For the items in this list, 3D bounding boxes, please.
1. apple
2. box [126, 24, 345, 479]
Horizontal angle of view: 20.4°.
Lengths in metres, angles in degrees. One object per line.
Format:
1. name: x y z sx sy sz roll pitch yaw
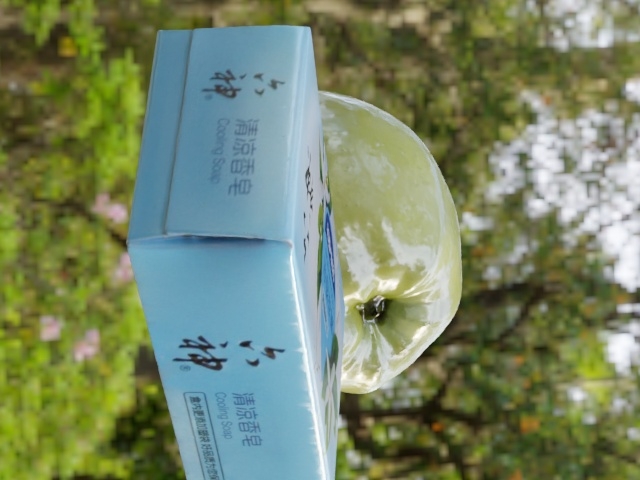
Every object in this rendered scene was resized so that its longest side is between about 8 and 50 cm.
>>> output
1. apple: 0.000 0.000 1.139 0.200 0.200 0.200 178 -90 -72
2. box: -0.036 0.021 0.906 0.232 0.083 0.143 84 8 -50
